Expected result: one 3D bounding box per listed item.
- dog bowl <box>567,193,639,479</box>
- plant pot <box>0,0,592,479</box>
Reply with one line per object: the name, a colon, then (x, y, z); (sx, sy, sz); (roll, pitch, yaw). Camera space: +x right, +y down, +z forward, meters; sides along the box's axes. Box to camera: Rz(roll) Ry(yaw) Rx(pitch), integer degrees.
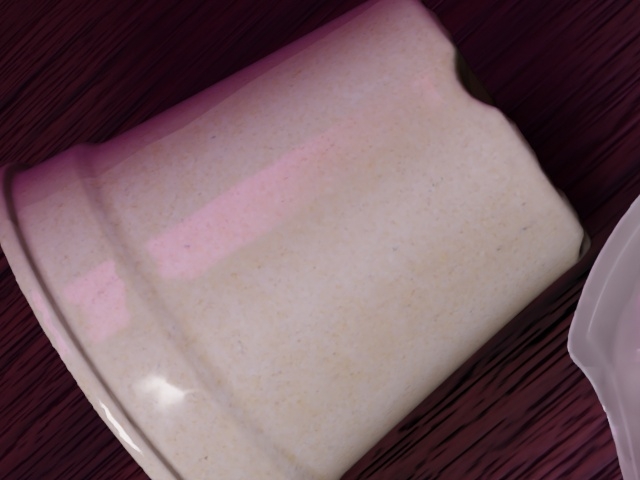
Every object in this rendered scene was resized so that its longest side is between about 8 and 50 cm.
dog bowl: (0.316, 0.081, 1.093); (0.349, 0.102, 0.349); (-18, 59, 33)
plant pot: (0.000, 0.000, 1.273); (0.305, 0.334, 0.334); (-35, 50, 6)
